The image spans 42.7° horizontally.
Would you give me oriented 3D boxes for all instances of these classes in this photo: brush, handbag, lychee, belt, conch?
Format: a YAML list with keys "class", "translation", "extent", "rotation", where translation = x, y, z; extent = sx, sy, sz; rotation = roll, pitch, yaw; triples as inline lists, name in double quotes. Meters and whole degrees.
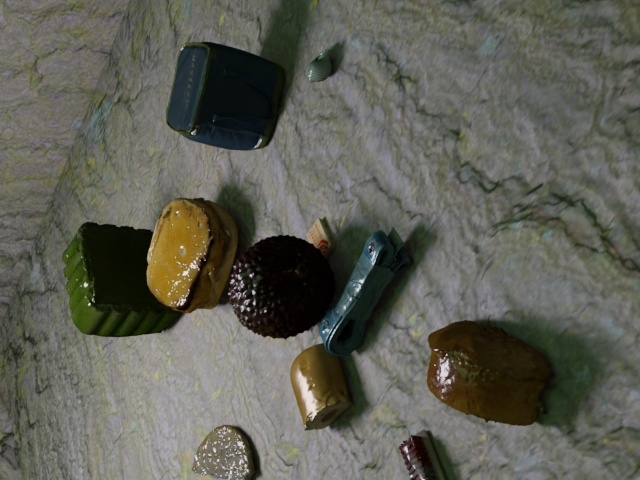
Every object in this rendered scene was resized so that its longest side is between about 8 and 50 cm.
- class: "brush"
  translation: [0.214, 0.485, 1.434]
  extent: [0.060, 0.050, 0.321]
  rotation: [-49, 45, 31]
- class: "handbag"
  translation: [-0.253, -0.376, 2.156]
  extent: [0.222, 0.241, 0.263]
  rotation: [27, 103, 53]
- class: "lychee"
  translation: [-0.092, 0.108, 1.811]
  extent: [0.271, 0.235, 0.236]
  rotation: [-49, 44, 51]
- class: "belt"
  translation: [0.089, 0.110, 1.680]
  extent: [0.302, 0.087, 0.072]
  rotation: [-61, 26, 25]
- class: "conch"
  translation: [0.000, -0.416, 1.967]
  extent: [0.085, 0.057, 0.076]
  rotation: [-40, 24, 4]

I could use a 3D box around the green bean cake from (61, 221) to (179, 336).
- class: "green bean cake"
  translation: [-0.604, 0.123, 2.468]
  extent: [0.218, 0.319, 0.335]
  rotation: [-47, 45, 40]

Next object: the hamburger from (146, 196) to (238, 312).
- class: "hamburger"
  translation: [-0.350, 0.045, 2.248]
  extent: [0.284, 0.174, 0.305]
  rotation: [38, 113, 50]

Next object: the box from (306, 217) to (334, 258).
- class: "box"
  translation: [0.000, 0.000, 1.894]
  extent: [0.058, 0.015, 0.093]
  rotation: [-54, 41, 30]

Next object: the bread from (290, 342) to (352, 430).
- class: "bread"
  translation: [-0.008, 0.313, 1.762]
  extent: [0.134, 0.085, 0.173]
  rotation: [-52, 44, 34]

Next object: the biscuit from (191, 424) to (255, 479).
- class: "biscuit"
  translation: [-0.242, 0.541, 2.085]
  extent: [0.289, 0.038, 0.141]
  rotation: [-8, 75, 53]

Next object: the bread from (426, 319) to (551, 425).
- class: "bread"
  translation: [0.260, 0.221, 1.365]
  extent: [0.229, 0.139, 0.143]
  rotation: [20, 106, 56]
